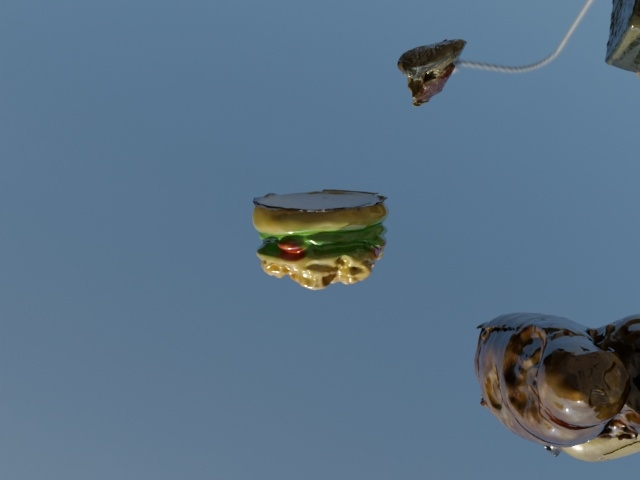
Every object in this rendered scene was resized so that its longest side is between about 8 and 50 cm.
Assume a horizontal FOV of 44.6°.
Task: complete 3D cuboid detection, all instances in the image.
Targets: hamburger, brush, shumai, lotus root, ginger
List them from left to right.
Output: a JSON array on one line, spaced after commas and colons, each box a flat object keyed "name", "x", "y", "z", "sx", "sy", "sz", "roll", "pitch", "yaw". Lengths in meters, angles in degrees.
[{"name": "hamburger", "x": 0.000, "y": 0.000, "z": 1.269, "sx": 0.237, "sy": 0.148, "sz": 0.237, "roll": -2, "pitch": -168, "yaw": 1}, {"name": "shumai", "x": 0.210, "y": -0.317, "z": 1.415, "sx": 0.123, "sy": 0.105, "sz": 0.139, "roll": -9, "pitch": -138, "yaw": 32}, {"name": "ginger", "x": 0.339, "y": 0.177, "z": 0.998, "sx": 0.254, "sy": 0.418, "sz": 0.176, "roll": 3, "pitch": -99, "yaw": -7}, {"name": "lotus root", "x": 0.526, "y": 0.319, "z": 1.408, "sx": 0.160, "sy": 0.284, "sz": 0.146, "roll": 38, "pitch": -146, "yaw": -41}, {"name": "brush", "x": 0.470, "y": -0.359, "z": 1.146, "sx": 0.059, "sy": 0.123, "sz": 0.197, "roll": 13, "pitch": -109, "yaw": 2}]

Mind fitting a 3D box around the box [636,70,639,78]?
[{"name": "box", "x": 0.618, "y": -0.356, "z": 1.348, "sx": 0.099, "sy": 0.182, "sz": 0.133, "roll": -17, "pitch": -108, "yaw": -50}]
